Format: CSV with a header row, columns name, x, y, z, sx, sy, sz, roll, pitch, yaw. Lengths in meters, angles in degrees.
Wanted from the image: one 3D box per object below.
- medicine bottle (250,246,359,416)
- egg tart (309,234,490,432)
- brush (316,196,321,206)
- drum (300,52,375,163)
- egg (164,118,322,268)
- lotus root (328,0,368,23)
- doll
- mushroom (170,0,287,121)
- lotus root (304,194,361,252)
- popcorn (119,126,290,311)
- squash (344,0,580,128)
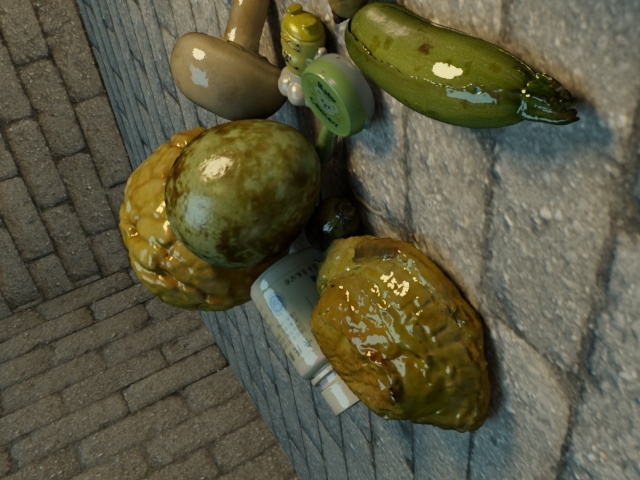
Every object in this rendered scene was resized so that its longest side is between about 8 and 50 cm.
name,x,y,z,sx,sy,sz,roll,pitch,yaw
medicine bottle,0.006,0.171,1.248,0.293,0.170,0.170,55,159,15
egg tart,0.105,0.148,1.002,0.352,0.153,0.339,59,156,5
brush,0.000,0.000,1.312,0.103,0.013,0.272,32,142,59
drum,0.031,-0.167,0.976,0.130,0.049,0.253,44,163,25
egg,-0.122,-0.083,1.091,0.289,0.238,0.238,-33,79,30
lotus root,0.036,-0.319,0.772,0.152,0.063,0.072,95,-173,-63
doll,-0.028,-0.271,0.995,0.106,0.062,0.162,52,157,29
mushroom,-0.140,-0.311,1.108,0.207,0.207,0.215,39,115,52
lotus root,0.017,-0.024,1.134,0.089,0.080,0.179,66,159,5
popcorn,-0.238,-0.038,1.385,0.353,0.390,0.344,19,152,31
squash,0.121,-0.172,0.682,0.341,0.094,0.095,44,151,46
